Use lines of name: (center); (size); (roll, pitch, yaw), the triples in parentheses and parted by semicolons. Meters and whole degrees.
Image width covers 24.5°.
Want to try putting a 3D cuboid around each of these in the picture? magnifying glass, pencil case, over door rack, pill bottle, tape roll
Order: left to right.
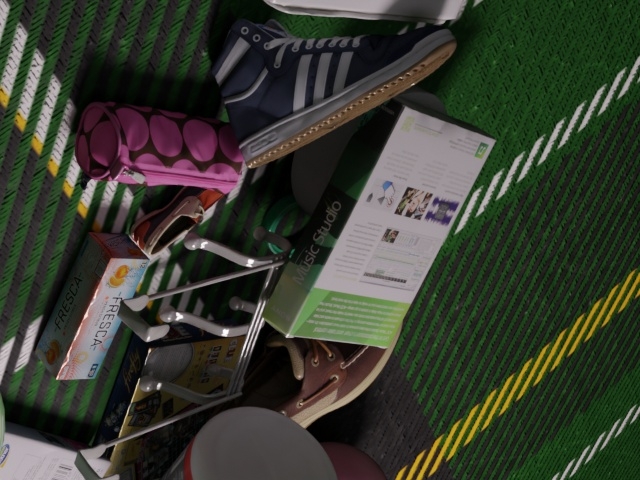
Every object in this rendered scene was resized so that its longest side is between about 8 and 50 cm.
pencil case: (-0.176, -0.098, 1.668); (0.209, 0.098, 0.095); (1, 123, -46)
over door rack: (-0.176, 0.123, 1.777); (0.324, 0.108, 0.239); (-29, 144, -56)
pill bottle: (-0.145, 0.399, 1.957); (0.210, 0.210, 0.363); (-7, 146, -41)
magnifying glass: (0.000, 0.000, 1.997); (0.092, 0.026, 0.231); (-51, 144, 6)
tape roll: (0.067, -0.108, 1.901); (0.219, 0.072, 0.219); (-30, 139, -31)

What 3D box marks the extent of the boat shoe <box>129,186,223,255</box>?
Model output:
boat shoe: (-0.166, -0.030, 1.789); (0.137, 0.043, 0.049); (-35, 140, -17)

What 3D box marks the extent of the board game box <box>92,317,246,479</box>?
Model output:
board game box: (-0.209, 0.220, 1.984); (0.165, 0.042, 0.243); (-4, 126, -43)

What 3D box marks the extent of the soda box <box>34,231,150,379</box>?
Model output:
soda box: (-0.275, 0.079, 1.771); (0.063, 0.058, 0.183); (4, 122, -46)

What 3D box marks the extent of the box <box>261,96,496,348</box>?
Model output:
box: (0.077, -0.019, 1.872); (0.232, 0.058, 0.322); (13, 106, -54)

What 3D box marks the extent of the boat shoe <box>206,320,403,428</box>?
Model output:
boat shoe: (-0.024, 0.174, 2.044); (0.342, 0.123, 0.123); (-39, 146, -13)

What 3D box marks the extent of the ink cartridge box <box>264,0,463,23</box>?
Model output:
ink cartridge box: (0.072, -0.441, 1.530); (0.285, 0.166, 0.395); (-3, 125, -43)

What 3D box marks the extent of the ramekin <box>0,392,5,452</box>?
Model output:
ramekin: (-0.481, 0.188, 1.543); (0.303, 0.148, 0.303); (-17, 123, -27)

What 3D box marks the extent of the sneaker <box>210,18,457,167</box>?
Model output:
sneaker: (0.003, -0.208, 1.646); (0.282, 0.153, 0.099); (-27, 175, 22)

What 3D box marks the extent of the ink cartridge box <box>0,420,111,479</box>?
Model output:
ink cartridge box: (-0.415, 0.316, 1.831); (0.311, 0.065, 0.185); (30, 89, -55)

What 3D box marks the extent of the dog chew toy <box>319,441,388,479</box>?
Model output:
dog chew toy: (-0.056, 0.432, 2.217); (0.332, 0.206, 0.206); (-16, 135, -23)
